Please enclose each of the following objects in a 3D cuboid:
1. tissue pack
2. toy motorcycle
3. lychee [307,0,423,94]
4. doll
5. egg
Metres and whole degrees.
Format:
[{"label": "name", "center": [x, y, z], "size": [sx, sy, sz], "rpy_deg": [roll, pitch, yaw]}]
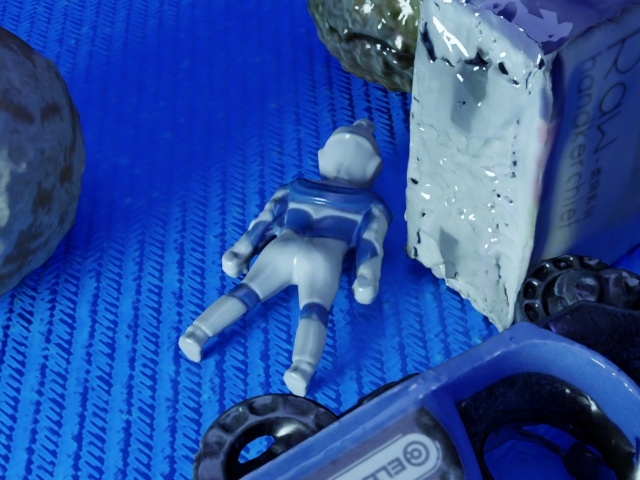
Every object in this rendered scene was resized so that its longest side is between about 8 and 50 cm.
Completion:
[{"label": "tissue pack", "center": [0.211, -0.116, 0.736], "size": [0.344, 0.242, 0.125], "rpy_deg": [-33, 55, -25]}, {"label": "toy motorcycle", "center": [0.084, 0.143, 0.583], "size": [0.359, 0.125, 0.212], "rpy_deg": [-28, 58, -19]}, {"label": "lychee", "center": [0.105, -0.232, 0.851], "size": [0.255, 0.274, 0.255], "rpy_deg": [-5, 25, 3]}, {"label": "doll", "center": [0.000, 0.000, 0.771], "size": [0.114, 0.057, 0.227], "rpy_deg": [12, 56, 24]}, {"label": "egg", "center": [-0.263, -0.046, 0.736], "size": [0.203, 0.203, 0.245], "rpy_deg": [11, 38, 15]}]
